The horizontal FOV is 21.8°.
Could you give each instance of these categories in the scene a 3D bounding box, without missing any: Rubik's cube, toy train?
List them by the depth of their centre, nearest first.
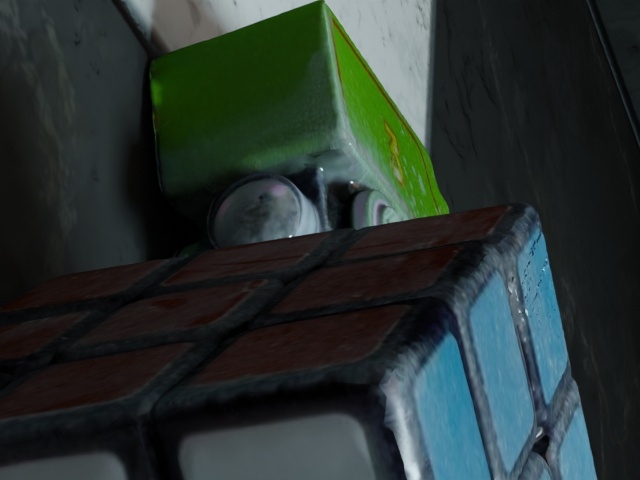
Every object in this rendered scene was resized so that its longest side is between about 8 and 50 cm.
[{"bbox_3d":[-0.033,0.174,0.789,0.305,0.304,0.301,-40,118,-66],"label":"Rubik's cube"},{"bbox_3d":[0.000,0.000,1.181,0.307,0.173,0.248,49,27,-55],"label":"toy train"}]
